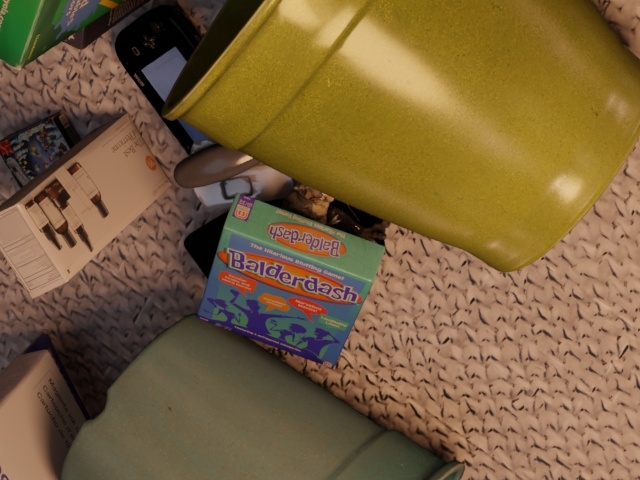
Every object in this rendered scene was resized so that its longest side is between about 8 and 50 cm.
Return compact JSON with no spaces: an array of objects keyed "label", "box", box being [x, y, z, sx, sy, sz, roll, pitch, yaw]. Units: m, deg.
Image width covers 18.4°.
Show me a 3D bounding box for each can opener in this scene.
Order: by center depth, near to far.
[{"label":"can opener","box":[-0.007,-0.082,1.999,0.283,0.095,0.076,-9,99,15]}]

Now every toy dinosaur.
[{"label":"toy dinosaur","box":[0.000,0.000,2.043,0.118,0.064,0.268,17,148,-8]}]

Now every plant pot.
[{"label":"plant pot","box":[0.102,-0.160,1.815,0.353,0.366,0.366,36,127,-10]},{"label":"plant pot","box":[-0.078,0.273,2.142,0.334,0.341,0.341,38,126,12]}]

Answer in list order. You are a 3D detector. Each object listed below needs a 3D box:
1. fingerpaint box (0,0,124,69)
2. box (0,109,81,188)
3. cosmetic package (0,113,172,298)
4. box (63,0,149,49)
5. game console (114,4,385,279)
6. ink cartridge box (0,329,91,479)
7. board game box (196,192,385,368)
[{"label":"fingerpaint box","box":[-0.168,-0.421,1.761,0.163,0.371,0.445,32,125,9]},{"label":"box","box":[-0.294,-0.069,2.226,0.094,0.027,0.137,-21,106,34]},{"label":"cosmetic package","box":[-0.252,-0.040,2.091,0.060,0.239,0.099,-22,106,33]},{"label":"box","box":[-0.267,-0.284,2.015,0.156,0.158,0.093,22,124,13]},{"label":"game console","box":[-0.099,-0.082,2.115,0.213,0.044,0.361,-30,100,35]},{"label":"ink cartridge box","box":[-0.285,0.300,2.243,0.071,0.330,0.324,-18,108,26]},{"label":"board game box","box":[-0.034,0.045,2.032,0.160,0.047,0.210,20,149,0]}]
